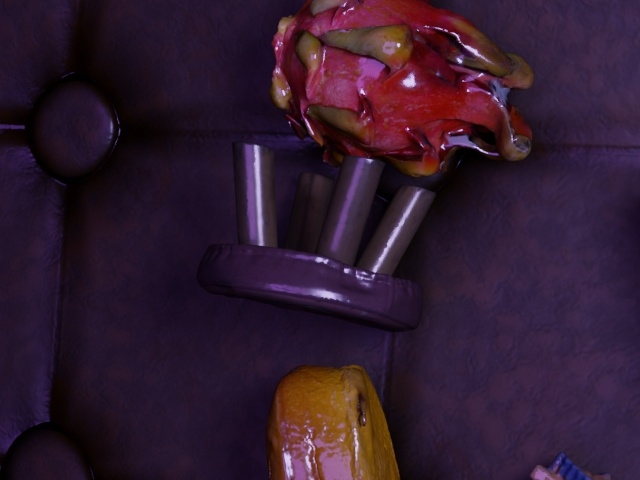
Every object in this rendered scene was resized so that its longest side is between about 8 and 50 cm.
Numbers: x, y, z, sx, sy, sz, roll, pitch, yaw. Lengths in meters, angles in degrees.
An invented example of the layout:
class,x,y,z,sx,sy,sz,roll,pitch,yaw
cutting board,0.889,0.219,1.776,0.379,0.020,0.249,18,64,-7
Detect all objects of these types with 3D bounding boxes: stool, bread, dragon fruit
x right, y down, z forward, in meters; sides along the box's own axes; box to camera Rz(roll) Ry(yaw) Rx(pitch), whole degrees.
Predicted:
class,x,y,z,sx,sy,sz,roll,pitch,yaw
stool,0.000,0.000,1.380,0.272,0.272,0.178,10,85,22
bread,0.015,0.280,1.401,0.143,0.195,0.269,-13,87,12
dragon fruit,0.096,-0.189,1.379,0.307,0.243,0.227,31,76,-17

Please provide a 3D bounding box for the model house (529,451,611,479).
class,x,y,z,sx,sy,sz,roll,pitch,yaw
model house,0.279,0.340,1.293,0.172,0.183,0.166,38,101,17
